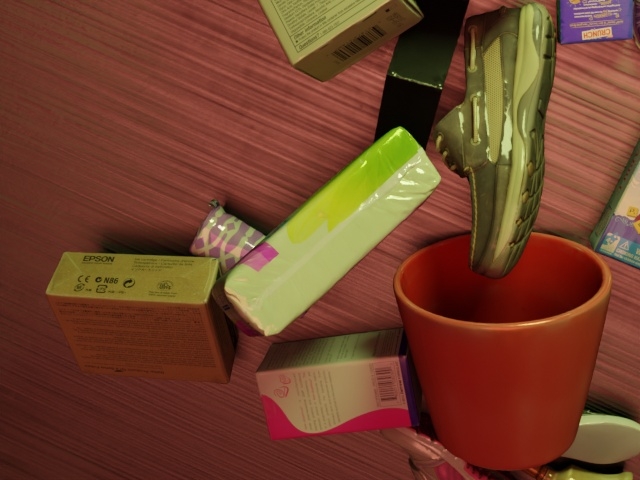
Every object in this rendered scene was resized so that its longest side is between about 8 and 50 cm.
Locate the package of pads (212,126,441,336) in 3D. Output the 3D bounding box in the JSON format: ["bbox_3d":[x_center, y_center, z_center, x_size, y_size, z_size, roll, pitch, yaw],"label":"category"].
[{"bbox_3d":[0.000,0.000,1.181,0.296,0.229,0.101,-41,92,-12],"label":"package of pads"}]

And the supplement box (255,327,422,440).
[{"bbox_3d":[0.030,0.208,1.344,0.220,0.114,0.111,-8,105,11],"label":"supplement box"}]

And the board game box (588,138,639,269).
[{"bbox_3d":[0.565,-0.072,1.193,0.318,0.066,0.318,22,108,3],"label":"board game box"}]

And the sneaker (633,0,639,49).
[{"bbox_3d":[0.419,-0.305,1.148,0.068,0.071,0.170,-10,105,13],"label":"sneaker"}]

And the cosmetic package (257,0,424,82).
[{"bbox_3d":[-0.020,-0.371,1.132,0.160,0.113,0.309,-29,78,18],"label":"cosmetic package"}]

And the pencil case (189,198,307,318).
[{"bbox_3d":[-0.089,0.030,1.326,0.206,0.088,0.086,33,106,0],"label":"pencil case"}]

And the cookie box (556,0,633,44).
[{"bbox_3d":[0.347,-0.307,1.176,0.091,0.040,0.107,-2,105,10],"label":"cookie box"}]

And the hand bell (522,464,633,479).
[{"bbox_3d":[0.314,0.336,1.350,0.242,0.126,0.126,27,109,14],"label":"hand bell"}]

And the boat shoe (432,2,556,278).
[{"bbox_3d":[0.218,-0.127,1.183,0.130,0.132,0.356,6,80,23],"label":"boat shoe"}]

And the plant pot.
[{"bbox_3d":[0.241,0.149,1.228,0.274,0.275,0.243,-2,116,11],"label":"plant pot"}]

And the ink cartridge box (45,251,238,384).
[{"bbox_3d":[-0.251,0.113,1.338,0.234,0.088,0.193,3,138,9],"label":"ink cartridge box"}]

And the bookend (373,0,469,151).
[{"bbox_3d":[0.131,-0.220,1.213,0.072,0.156,0.157,17,152,5],"label":"bookend"}]

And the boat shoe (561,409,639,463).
[{"bbox_3d":[0.346,0.268,1.325,0.228,0.076,0.080,-4,121,5],"label":"boat shoe"}]

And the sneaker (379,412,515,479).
[{"bbox_3d":[0.180,0.348,1.356,0.252,0.103,0.111,38,100,0],"label":"sneaker"}]
